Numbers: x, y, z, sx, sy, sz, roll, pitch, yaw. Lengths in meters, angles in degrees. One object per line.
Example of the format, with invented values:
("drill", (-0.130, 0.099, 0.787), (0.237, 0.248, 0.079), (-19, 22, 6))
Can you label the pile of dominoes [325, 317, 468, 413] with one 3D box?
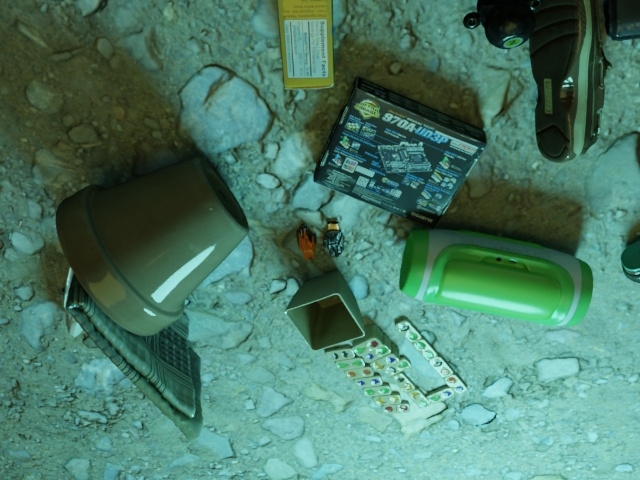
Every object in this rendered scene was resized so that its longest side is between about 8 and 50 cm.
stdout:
("pile of dominoes", (0.152, 0.273, 1.298), (0.196, 0.040, 0.251), (-31, 116, 25))

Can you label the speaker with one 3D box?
("speaker", (0.288, 0.060, 1.077), (0.296, 0.131, 0.131), (11, 126, -1))

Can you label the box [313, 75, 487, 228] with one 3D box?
("box", (0.120, -0.131, 1.006), (0.220, 0.051, 0.175), (21, 125, -7))

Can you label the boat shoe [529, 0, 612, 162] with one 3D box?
("boat shoe", (0.352, -0.242, 0.891), (0.095, 0.095, 0.258), (-19, 121, -23))

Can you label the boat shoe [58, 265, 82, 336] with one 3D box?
("boat shoe", (-0.473, 0.108, 1.248), (0.063, 0.066, 0.184), (27, 128, 5))

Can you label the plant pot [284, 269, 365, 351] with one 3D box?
("plant pot", (0.013, 0.118, 1.170), (0.109, 0.096, 0.109), (-20, 121, 21))

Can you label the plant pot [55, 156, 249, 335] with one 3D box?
("plant pot", (-0.249, -0.015, 1.043), (0.229, 0.263, 0.263), (-33, 117, 5))

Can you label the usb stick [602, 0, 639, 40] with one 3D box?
("usb stick", (0.508, -0.307, 0.824), (0.277, 0.045, 0.077), (-3, 86, 9))

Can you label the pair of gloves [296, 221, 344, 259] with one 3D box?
("pair of gloves", (0.000, 0.000, 1.140), (0.083, 0.010, 0.074), (-6, 123, 8))

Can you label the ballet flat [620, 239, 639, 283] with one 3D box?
("ballet flat", (0.618, -0.008, 1.015), (0.096, 0.095, 0.280), (33, 134, -27))

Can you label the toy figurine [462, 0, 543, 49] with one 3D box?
("toy figurine", (0.212, -0.364, 0.768), (0.209, 0.148, 0.213), (30, 124, -14))

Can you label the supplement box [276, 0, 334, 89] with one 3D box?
("supplement box", (-0.020, -0.327, 0.868), (0.080, 0.078, 0.234), (2, 126, 2))

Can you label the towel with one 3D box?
("towel", (-0.301, 0.146, 1.108), (0.056, 0.312, 0.324), (-34, 115, 0))
